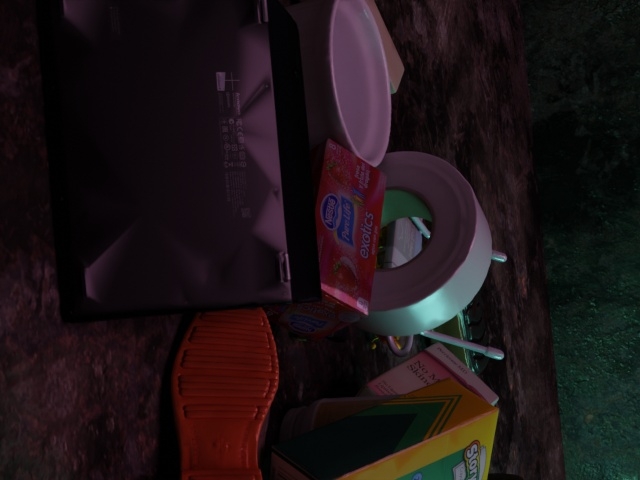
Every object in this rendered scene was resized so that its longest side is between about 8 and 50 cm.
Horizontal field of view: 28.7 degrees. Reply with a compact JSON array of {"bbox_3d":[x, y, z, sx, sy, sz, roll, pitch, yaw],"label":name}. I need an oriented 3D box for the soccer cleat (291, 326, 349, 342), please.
[{"bbox_3d":[-0.012,0.127,1.903,0.179,0.060,0.072,45,53,-50],"label":"soccer cleat"}]

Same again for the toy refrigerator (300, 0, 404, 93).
[{"bbox_3d":[0.039,-0.367,2.071,0.269,0.094,0.102,63,24,-24],"label":"toy refrigerator"}]

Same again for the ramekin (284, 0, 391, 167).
[{"bbox_3d":[0.005,-0.242,1.931,0.277,0.135,0.277,-6,90,-69],"label":"ramekin"}]

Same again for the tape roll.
[{"bbox_3d":[0.119,0.003,1.956,0.100,0.286,0.286,53,37,-55],"label":"tape roll"}]

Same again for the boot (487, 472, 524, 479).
[{"bbox_3d":[0.245,0.513,1.880,0.236,0.089,0.269,-30,120,-57],"label":"boot"}]

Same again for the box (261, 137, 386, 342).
[{"bbox_3d":[0.000,0.000,1.809,0.123,0.128,0.256,30,51,-27],"label":"box"}]

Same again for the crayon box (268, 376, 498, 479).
[{"bbox_3d":[0.072,0.394,1.636,0.313,0.106,0.362,-15,121,-39],"label":"crayon box"}]

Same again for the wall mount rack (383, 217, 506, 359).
[{"bbox_3d":[0.214,0.058,2.202,0.304,0.131,0.350,46,44,-48],"label":"wall mount rack"}]

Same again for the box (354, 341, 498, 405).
[{"bbox_3d":[0.157,0.284,2.032,0.232,0.148,0.127,-23,150,-52],"label":"box"}]

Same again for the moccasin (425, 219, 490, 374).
[{"bbox_3d":[0.248,0.091,2.500,0.139,0.147,0.380,-46,132,-46],"label":"moccasin"}]

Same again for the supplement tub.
[{"bbox_3d":[0.054,0.299,1.815,0.144,0.200,0.144,-6,90,-69],"label":"supplement tub"}]

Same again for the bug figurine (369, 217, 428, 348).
[{"bbox_3d":[0.126,0.056,2.256,0.216,0.072,0.279,68,30,-22],"label":"bug figurine"}]

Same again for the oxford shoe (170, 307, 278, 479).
[{"bbox_3d":[-0.125,0.237,1.528,0.132,0.130,0.363,105,-9,-56],"label":"oxford shoe"}]

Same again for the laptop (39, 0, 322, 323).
[{"bbox_3d":[-0.146,-0.104,1.498,0.408,0.236,0.381,-4,86,-26],"label":"laptop"}]
